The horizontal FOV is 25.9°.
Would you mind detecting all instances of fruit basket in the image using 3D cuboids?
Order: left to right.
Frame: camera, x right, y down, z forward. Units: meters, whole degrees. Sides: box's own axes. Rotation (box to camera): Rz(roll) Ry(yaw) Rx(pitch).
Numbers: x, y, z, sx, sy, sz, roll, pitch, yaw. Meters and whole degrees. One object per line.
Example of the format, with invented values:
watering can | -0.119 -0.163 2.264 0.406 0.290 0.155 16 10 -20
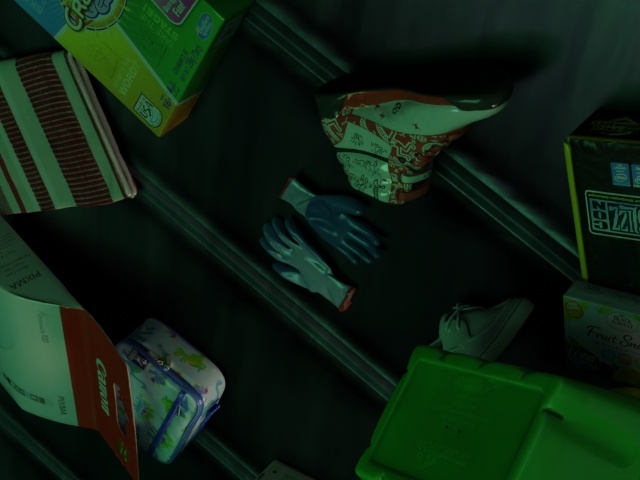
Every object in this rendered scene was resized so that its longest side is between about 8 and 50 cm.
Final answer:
fruit basket | 0.281 0.264 1.520 0.392 0.283 0.392 26 170 5

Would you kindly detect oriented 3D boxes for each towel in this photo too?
towel | -0.421 -0.155 2.036 0.329 0.037 0.237 -4 117 40

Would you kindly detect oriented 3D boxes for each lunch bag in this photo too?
lunch bag | -0.247 0.235 2.139 0.176 0.090 0.219 39 138 6

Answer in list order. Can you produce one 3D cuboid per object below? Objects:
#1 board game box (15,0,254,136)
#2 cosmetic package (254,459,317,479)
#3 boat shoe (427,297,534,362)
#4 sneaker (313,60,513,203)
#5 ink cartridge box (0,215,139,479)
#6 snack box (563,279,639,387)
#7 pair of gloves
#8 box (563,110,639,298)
board game box | -0.258 -0.319 1.759 0.316 0.064 0.242 43 137 6
cosmetic package | -0.071 0.510 2.142 0.113 0.160 0.309 22 133 25
boat shoe | 0.178 0.123 1.714 0.081 0.079 0.227 41 140 2
sneaker | 0.120 -0.118 1.580 0.270 0.090 0.145 2 122 42
ink cartridge box | -0.420 0.183 2.137 0.385 0.091 0.308 44 149 32
snack box | 0.333 0.106 1.495 0.141 0.037 0.100 14 128 32
pair of gloves | 0.000 0.000 1.813 0.159 0.023 0.198 38 137 9
box | 0.424 0.004 1.429 0.322 0.079 0.257 9 123 35
